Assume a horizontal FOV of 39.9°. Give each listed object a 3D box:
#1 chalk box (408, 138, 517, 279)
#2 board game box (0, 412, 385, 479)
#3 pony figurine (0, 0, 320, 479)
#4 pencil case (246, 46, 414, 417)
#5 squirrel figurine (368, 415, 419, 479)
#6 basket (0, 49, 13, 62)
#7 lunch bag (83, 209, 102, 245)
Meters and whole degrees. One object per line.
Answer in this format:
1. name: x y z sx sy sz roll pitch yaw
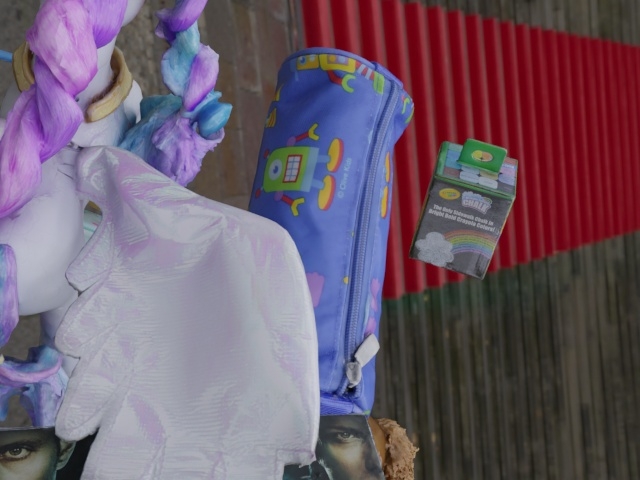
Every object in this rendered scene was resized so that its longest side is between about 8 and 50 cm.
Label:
1. chalk box: 0.237 -0.070 1.422 0.132 0.132 0.213 -66 173 -56
2. board game box: -0.054 0.137 0.395 0.126 0.186 0.026 -107 -155 -45
3. pony figurine: -0.161 -0.010 0.463 0.363 0.302 0.351 126 -23 -53
4. pencil case: 0.000 0.000 0.694 0.119 0.133 0.306 27 65 -42
5. squirrel figurine: 0.052 0.542 1.761 0.397 0.281 0.370 16 55 -37
6. basket: -0.480 -0.207 1.585 0.201 0.289 0.255 -57 156 -48
7. lunch bag: -0.468 -0.011 1.586 0.224 0.279 0.108 -136 -112 -76
